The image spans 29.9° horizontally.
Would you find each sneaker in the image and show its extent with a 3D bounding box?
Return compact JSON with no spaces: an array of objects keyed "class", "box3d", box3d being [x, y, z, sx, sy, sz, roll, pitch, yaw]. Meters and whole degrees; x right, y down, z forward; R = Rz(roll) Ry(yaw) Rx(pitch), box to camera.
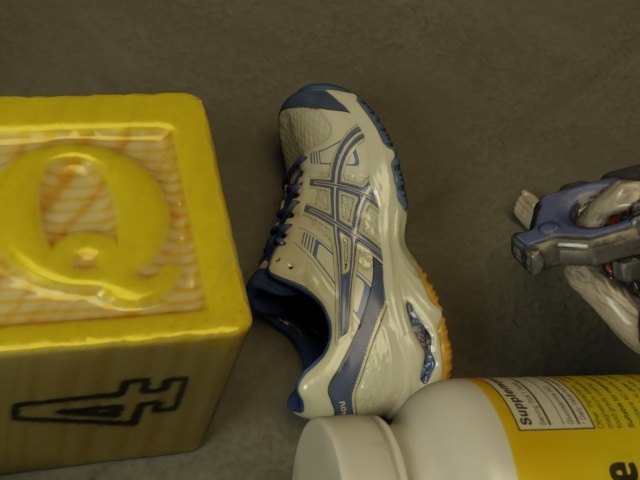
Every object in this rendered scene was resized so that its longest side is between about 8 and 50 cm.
[{"class":"sneaker","box3d":[0.000,0.000,0.935,0.131,0.112,0.296,-7,60,-20]}]

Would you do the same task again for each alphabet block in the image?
[{"class":"alphabet block","box3d":[-0.169,0.033,0.812,0.193,0.197,0.192,-6,59,-19]}]

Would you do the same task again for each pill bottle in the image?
[{"class":"pill bottle","box3d":[0.157,0.186,0.814,0.334,0.188,0.187,0,58,-16]}]

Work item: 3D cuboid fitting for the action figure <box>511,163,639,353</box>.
[{"class":"action figure","box3d":[0.312,-0.001,0.889,0.341,0.178,0.330,-12,21,6]}]
